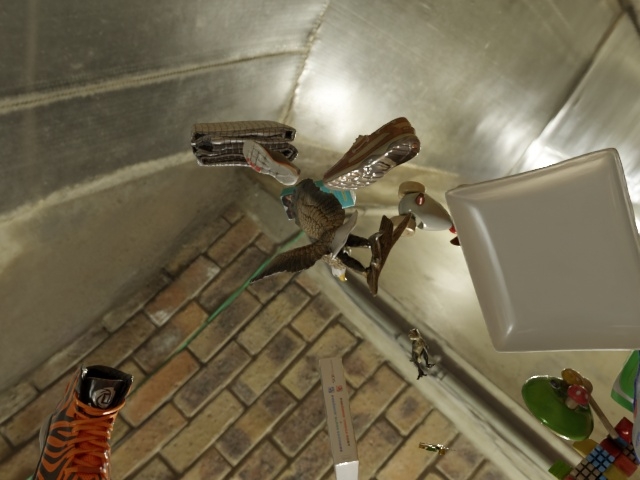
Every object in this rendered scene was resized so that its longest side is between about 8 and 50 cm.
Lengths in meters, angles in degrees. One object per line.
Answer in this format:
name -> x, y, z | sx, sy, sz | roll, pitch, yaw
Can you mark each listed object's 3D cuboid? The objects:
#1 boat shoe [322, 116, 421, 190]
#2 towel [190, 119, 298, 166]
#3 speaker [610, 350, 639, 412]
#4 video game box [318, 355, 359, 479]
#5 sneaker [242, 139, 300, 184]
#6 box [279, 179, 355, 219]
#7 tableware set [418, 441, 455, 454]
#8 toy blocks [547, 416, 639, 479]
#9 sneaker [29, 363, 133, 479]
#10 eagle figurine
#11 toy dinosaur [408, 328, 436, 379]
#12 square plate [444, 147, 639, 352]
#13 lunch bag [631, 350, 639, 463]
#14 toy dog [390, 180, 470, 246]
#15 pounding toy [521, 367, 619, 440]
boat shoe -> 0.140, -0.244, 1.854 | 0.324, 0.116, 0.123 | -26, 151, 30
towel -> -0.221, -0.264, 1.803 | 0.283, 0.235, 0.121 | -5, 106, -12
speaker -> 0.861, 0.299, 1.635 | 0.131, 0.131, 0.296 | 4, 114, -64
video game box -> 0.034, 0.336, 1.182 | 0.048, 0.187, 0.205 | -10, 150, -4
sneaker -> -0.116, -0.191, 1.561 | 0.061, 0.158, 0.065 | -55, 177, 32
box -> -0.009, -0.151, 2.238 | 0.060, 0.244, 0.100 | -73, 147, -59
tableware set -> 0.359, 0.669, 2.071 | 0.154, 0.104, 0.024 | 144, -45, -74
toy blocks -> 0.686, 0.597, 1.613 | 0.381, 0.191, 0.261 | -42, 151, -8
sneaker -> -0.361, 0.301, 0.980 | 0.124, 0.321, 0.180 | 19, 107, -31
eagle figurine -> 0.000, 0.009, 1.310 | 0.226, 0.298, 0.225 | -30, 131, -54
toy dinosaur -> 0.331, 0.390, 2.153 | 0.064, 0.118, 0.268 | -16, 145, -5
square plate -> 0.418, 0.034, 1.165 | 0.049, 0.344, 0.347 | -24, -173, -40
lunch bag -> 0.775, 0.379, 1.246 | 0.239, 0.385, 0.328 | -20, 120, -14
toy dog -> 0.363, -0.079, 1.875 | 0.333, 0.220, 0.161 | -4, 166, -15
pounding toy -> 0.603, 0.367, 1.523 | 0.237, 0.183, 0.110 | 10, 123, -27
